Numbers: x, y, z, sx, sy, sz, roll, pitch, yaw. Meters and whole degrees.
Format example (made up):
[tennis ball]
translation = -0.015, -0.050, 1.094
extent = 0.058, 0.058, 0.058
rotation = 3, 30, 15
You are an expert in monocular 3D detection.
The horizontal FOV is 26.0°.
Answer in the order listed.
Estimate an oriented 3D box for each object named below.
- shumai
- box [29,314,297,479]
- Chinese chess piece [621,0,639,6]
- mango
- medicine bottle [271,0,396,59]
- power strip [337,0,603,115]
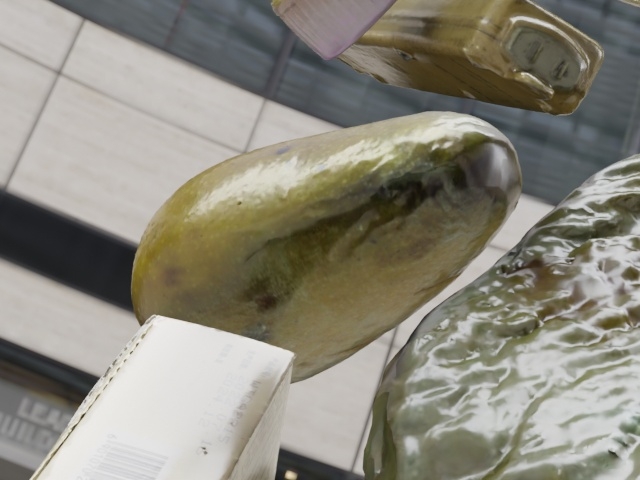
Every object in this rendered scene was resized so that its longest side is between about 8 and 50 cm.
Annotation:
[shumai]
translation = 0.144, 0.101, 0.636
extent = 0.189, 0.256, 0.218
rotation = 28, -42, 36
[box]
translation = -0.093, 0.168, 0.746
extent = 0.095, 0.212, 0.168
rotation = 13, -61, 10
[Chinese chess piece]
translation = 0.237, -0.267, 0.864
extent = 0.097, 0.251, 0.251
rotation = -16, 4, -42
[mango]
translation = 0.001, -0.002, 0.988
extent = 0.329, 0.176, 0.175
rotation = -32, -81, 25
[medicine bottle]
translation = -0.049, -0.179, 0.630
extent = 0.212, 0.122, 0.122
rotation = 43, -30, -10
[power strip]
translation = 0.059, -0.105, 0.724
extent = 0.064, 0.044, 0.305
rotation = 28, 1, -19
